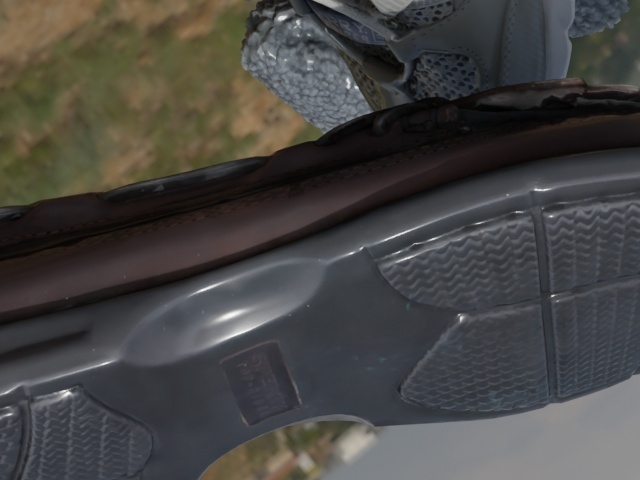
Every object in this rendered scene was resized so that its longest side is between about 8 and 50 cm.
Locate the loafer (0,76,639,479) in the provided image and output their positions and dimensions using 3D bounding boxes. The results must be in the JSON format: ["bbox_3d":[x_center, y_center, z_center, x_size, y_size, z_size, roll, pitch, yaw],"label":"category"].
[{"bbox_3d":[0.000,0.000,0.488,0.302,0.095,0.109,-15,145,-7],"label":"loafer"}]

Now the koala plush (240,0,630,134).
[{"bbox_3d":[-0.002,-0.186,0.694,0.196,0.221,0.203,-25,-131,48],"label":"koala plush"}]

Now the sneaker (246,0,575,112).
[{"bbox_3d":[-0.015,-0.111,0.507,0.115,0.105,0.281,-51,135,-20],"label":"sneaker"}]
